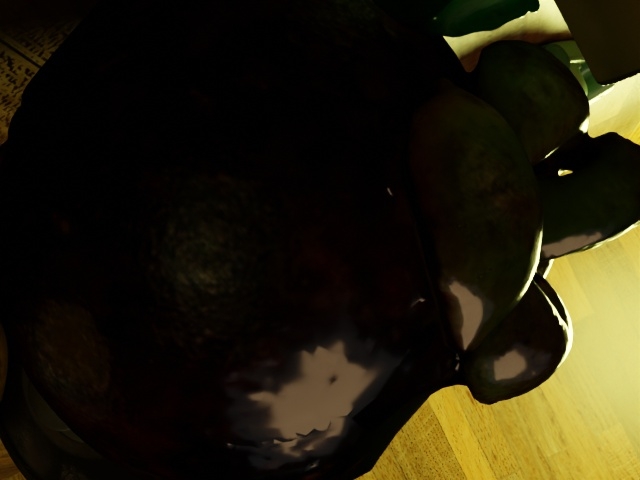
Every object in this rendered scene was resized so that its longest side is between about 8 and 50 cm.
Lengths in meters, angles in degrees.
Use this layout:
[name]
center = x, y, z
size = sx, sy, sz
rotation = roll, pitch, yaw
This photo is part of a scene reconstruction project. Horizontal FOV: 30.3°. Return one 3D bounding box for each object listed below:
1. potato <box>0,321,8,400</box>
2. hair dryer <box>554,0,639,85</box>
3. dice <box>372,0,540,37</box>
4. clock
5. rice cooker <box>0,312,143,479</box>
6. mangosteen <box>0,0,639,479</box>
[potato]
center = -0.337, 0.151, 0.925
size = 0.140, 0.173, 0.300
rotation = 22, 122, -21
[hair dryer]
center = 0.186, -0.192, 0.749
size = 0.090, 0.135, 0.278
rotation = -29, -173, 20
[dice]
center = 0.080, -0.170, 0.505
size = 0.128, 0.120, 0.131
rotation = -18, 166, -31
[clock]
center = 0.199, -0.141, 1.189
size = 0.148, 0.060, 0.188
rotation = -31, 168, 34
[rice cooker]
center = -0.133, 0.099, 1.009
size = 0.317, 0.264, 0.316
rotation = -12, -179, 0
[mangosteen]
center = -0.017, -0.009, 0.615
size = 0.311, 0.311, 0.311
rotation = -25, 171, -4
